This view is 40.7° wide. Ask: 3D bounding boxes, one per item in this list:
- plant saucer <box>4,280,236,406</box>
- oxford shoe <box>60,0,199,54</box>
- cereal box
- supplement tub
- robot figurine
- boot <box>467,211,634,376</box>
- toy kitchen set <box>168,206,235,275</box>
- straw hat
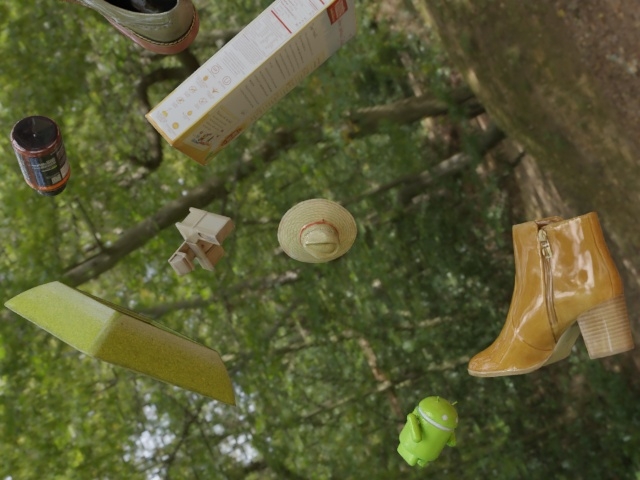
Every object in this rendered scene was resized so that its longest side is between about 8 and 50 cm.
[{"bbox_3d":[-0.195,0.097,0.874,0.188,0.045,0.188,15,169,46],"label":"plant saucer"},{"bbox_3d":[-0.317,-0.372,1.123,0.348,0.123,0.130,25,173,-2],"label":"oxford shoe"},{"bbox_3d":[-0.064,-0.181,0.917,0.047,0.240,0.173,48,180,4],"label":"cereal box"},{"bbox_3d":[-0.608,-0.178,1.889,0.198,0.106,0.106,101,150,-59],"label":"supplement tub"},{"bbox_3d":[0.165,0.288,1.313,0.101,0.115,0.067,19,-164,-40],"label":"robot figurine"},{"bbox_3d":[0.311,0.080,1.263,0.104,0.295,0.211,-9,-100,-41],"label":"boot"},{"bbox_3d":[-0.144,0.016,1.093,0.075,0.068,0.083,15,145,38],"label":"toy kitchen set"},{"bbox_3d":[0.000,0.000,1.514,0.144,0.144,0.061,56,-170,-34],"label":"straw hat"}]
